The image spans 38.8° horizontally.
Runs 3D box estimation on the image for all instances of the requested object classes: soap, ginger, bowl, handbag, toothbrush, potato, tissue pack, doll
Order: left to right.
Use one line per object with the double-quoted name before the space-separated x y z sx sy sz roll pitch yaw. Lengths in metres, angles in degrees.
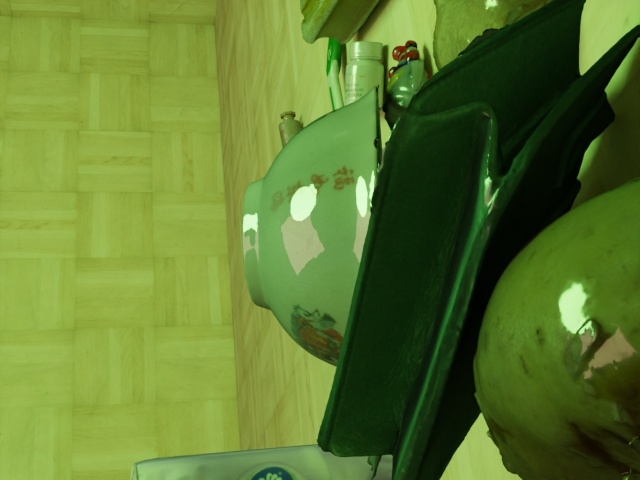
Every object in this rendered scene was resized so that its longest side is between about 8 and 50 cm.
"tissue pack" -0.076 0.360 1.185 0.242 0.338 0.160 120 143 -61
"bowl" 0.000 0.000 1.031 0.345 0.157 0.345 -2 -90 -84
"toothbrush" 0.025 -0.284 1.426 0.042 0.040 0.418 122 141 -66
"soap" 0.037 -0.389 1.223 0.274 0.089 0.173 151 119 -76
"doll" 0.098 -0.160 1.008 0.194 0.062 0.104 -91 25 -56
"handbag" 0.107 0.015 0.631 0.238 0.089 0.326 -41 -30 -41
"ginger" 0.138 -0.181 0.795 0.213 0.074 0.137 -123 44 -62
"potato" 0.161 0.066 0.474 0.262 0.165 0.165 109 157 -61

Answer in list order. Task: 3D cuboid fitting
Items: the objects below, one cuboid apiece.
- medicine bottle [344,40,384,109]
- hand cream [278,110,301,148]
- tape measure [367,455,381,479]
"medicine bottle" 0.059 -0.218 1.208 0.052 0.052 0.089 -148 59 -76
"hand cream" -0.049 -0.147 1.756 0.067 0.043 0.209 127 135 -71
"tape measure" 0.101 0.052 0.841 0.164 0.084 0.330 28 -116 -72
